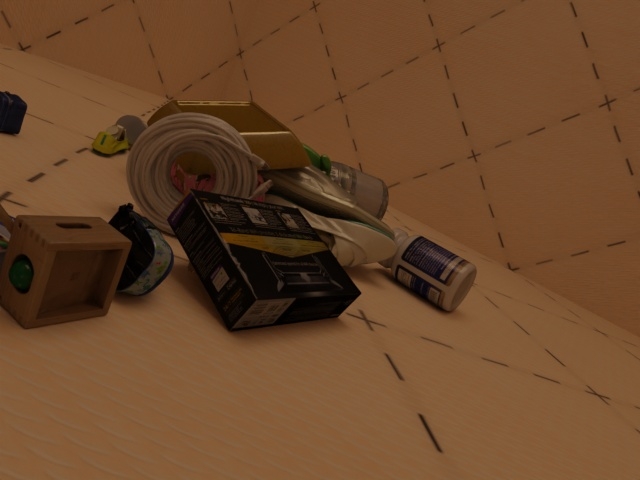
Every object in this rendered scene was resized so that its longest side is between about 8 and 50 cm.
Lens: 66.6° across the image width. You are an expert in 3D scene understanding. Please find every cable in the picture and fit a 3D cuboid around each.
[{"bbox_3d":[-0.263,-0.136,1.015,0.257,0.257,0.089,45,2,-20],"label":"cable"}]

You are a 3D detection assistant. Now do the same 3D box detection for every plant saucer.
[{"bbox_3d":[-0.232,-0.281,1.241,0.332,0.081,0.333,-11,37,-32],"label":"plant saucer"}]

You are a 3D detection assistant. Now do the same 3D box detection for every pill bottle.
[{"bbox_3d":[0.301,0.076,1.416,0.264,0.153,0.153,33,16,30],"label":"pill bottle"}]

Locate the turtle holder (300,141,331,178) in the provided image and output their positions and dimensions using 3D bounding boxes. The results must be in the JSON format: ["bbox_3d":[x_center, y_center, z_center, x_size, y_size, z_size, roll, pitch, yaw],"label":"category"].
[{"bbox_3d":[-0.075,-0.171,1.522,0.320,0.244,0.227,8,-9,-16],"label":"turtle holder"}]

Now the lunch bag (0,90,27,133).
[{"bbox_3d":[-0.751,-0.308,1.157,0.067,0.099,0.065,36,20,23],"label":"lunch bag"}]

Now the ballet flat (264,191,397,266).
[{"bbox_3d":[0.000,0.000,1.282,0.399,0.139,0.139,21,13,0],"label":"ballet flat"}]

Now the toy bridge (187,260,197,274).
[{"bbox_3d":[-0.208,0.018,0.930,0.026,0.063,0.188,23,24,-2],"label":"toy bridge"}]

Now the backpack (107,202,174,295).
[{"bbox_3d":[-0.273,0.024,0.724,0.114,0.105,0.084,43,0,29],"label":"backpack"}]

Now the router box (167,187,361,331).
[{"bbox_3d":[-0.092,0.034,0.895,0.308,0.081,0.243,6,41,-54],"label":"router box"}]

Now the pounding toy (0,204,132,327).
[{"bbox_3d":[-0.326,0.019,0.586,0.100,0.130,0.141,31,15,25],"label":"pounding toy"}]

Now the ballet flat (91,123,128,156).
[{"bbox_3d":[-0.605,-0.300,1.428,0.077,0.077,0.231,21,14,-14],"label":"ballet flat"}]

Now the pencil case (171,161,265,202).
[{"bbox_3d":[-0.304,-0.174,1.281,0.160,0.167,0.386,-17,39,-38],"label":"pencil case"}]

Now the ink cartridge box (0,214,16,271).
[{"bbox_3d":[-0.474,-0.002,0.569,0.185,0.065,0.311,25,12,0],"label":"ink cartridge box"}]

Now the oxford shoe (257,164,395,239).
[{"bbox_3d":[0.019,-0.115,1.348,0.449,0.130,0.169,28,-29,-10],"label":"oxford shoe"}]

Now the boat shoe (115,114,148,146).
[{"bbox_3d":[-0.559,-0.312,1.568,0.258,0.095,0.084,38,-14,23],"label":"boat shoe"}]

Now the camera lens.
[{"bbox_3d":[0.101,-0.163,1.836,0.274,0.220,0.219,18,15,-26],"label":"camera lens"}]
